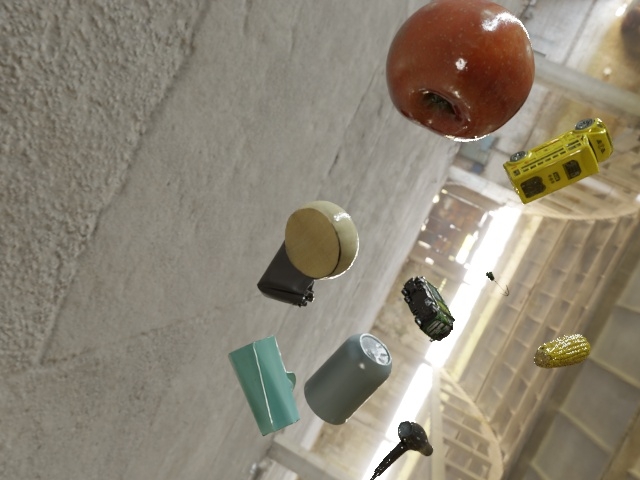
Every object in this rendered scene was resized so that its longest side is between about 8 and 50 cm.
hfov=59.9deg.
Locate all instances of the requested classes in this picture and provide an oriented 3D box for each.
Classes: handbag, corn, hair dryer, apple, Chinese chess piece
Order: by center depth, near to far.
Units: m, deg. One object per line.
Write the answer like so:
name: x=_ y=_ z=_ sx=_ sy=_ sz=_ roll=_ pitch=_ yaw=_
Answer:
apple: x=0.321 y=-0.396 z=1.306 sx=0.277 sy=0.348 sz=0.348 roll=-61 pitch=169 yaw=-21
hair dryer: x=0.200 y=0.580 z=1.465 sx=0.219 sy=0.075 sz=0.196 roll=-42 pitch=135 yaw=-7
Chinese chess piece: x=0.000 y=0.000 z=1.736 sx=0.103 sy=0.249 sz=0.250 roll=-21 pitch=139 yaw=-48
corn: x=0.791 y=0.362 z=1.808 sx=0.261 sy=0.097 sz=0.097 roll=-3 pitch=127 yaw=-33
handbag: x=-0.084 y=0.113 z=2.121 sx=0.285 sy=0.256 sz=0.113 roll=-59 pitch=135 yaw=-19

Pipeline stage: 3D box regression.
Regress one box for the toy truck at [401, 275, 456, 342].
toy truck: x=0.327 y=0.206 z=1.689 sx=0.088 sy=0.121 sz=0.259 roll=-46 pitch=-158 yaw=15

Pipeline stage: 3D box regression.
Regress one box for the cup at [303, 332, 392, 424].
cup: x=0.107 y=0.489 z=1.994 sx=0.312 sy=0.205 sz=0.205 roll=-51 pitch=175 yaw=25

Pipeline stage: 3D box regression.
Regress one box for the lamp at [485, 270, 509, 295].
lamp: x=0.715 y=0.174 z=2.246 sx=0.041 sy=0.054 sz=0.121 roll=-40 pitch=-144 yaw=7

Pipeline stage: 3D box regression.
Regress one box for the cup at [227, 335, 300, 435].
cup: x=-0.142 y=0.389 z=1.491 sx=0.148 sy=0.236 sz=0.134 roll=-28 pitch=169 yaw=13

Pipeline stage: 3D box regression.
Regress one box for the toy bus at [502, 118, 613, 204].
toy bus: x=0.775 y=-0.252 z=1.789 sx=0.330 sy=0.144 sz=0.152 roll=-26 pitch=-154 yaw=20

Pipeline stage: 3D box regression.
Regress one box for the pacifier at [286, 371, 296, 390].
pacifier: x=-0.147 y=0.432 z=1.675 sx=0.150 sy=0.116 sz=0.127 roll=29 pitch=83 yaw=-47
